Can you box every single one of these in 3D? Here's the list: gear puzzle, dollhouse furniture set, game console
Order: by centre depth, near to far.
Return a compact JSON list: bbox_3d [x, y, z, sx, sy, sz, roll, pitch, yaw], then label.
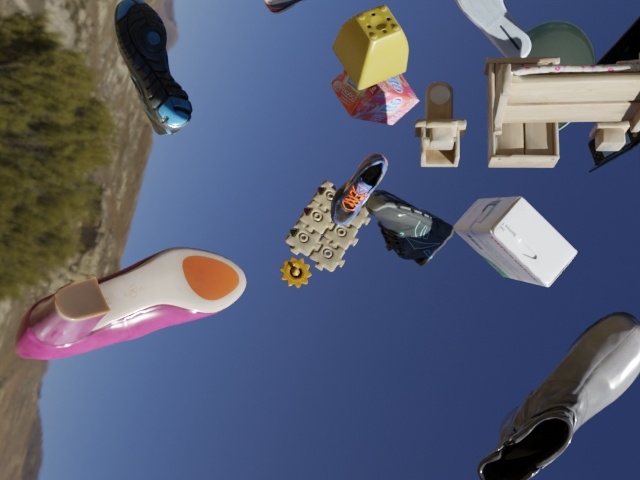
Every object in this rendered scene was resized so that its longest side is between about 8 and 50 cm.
[{"bbox_3d":[0.283,-0.239,0.948,0.355,0.303,0.174,60,31,-74],"label":"dollhouse furniture set"},{"bbox_3d":[0.671,-0.221,1.589,0.122,0.071,0.107,-34,-125,41],"label":"game console"},{"bbox_3d":[0.000,0.000,1.909,0.339,0.175,0.044,-58,-179,-28],"label":"gear puzzle"}]

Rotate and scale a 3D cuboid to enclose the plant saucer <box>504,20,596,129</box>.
[{"bbox_3d":[0.616,-0.435,1.883,0.317,0.044,0.317,-10,-103,53],"label":"plant saucer"}]

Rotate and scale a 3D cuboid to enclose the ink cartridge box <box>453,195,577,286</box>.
[{"bbox_3d":[0.478,-0.002,1.726,0.117,0.201,0.278,-48,-173,-3],"label":"ink cartridge box"}]

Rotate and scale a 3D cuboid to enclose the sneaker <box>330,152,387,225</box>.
[{"bbox_3d":[0.097,-0.135,1.793,0.221,0.083,0.087,-57,-175,2],"label":"sneaker"}]

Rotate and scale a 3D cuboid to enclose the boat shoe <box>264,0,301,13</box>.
[{"bbox_3d":[-0.041,-0.462,1.252,0.137,0.043,0.049,-29,-109,6],"label":"boat shoe"}]

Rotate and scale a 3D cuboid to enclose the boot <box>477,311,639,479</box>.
[{"bbox_3d":[0.405,0.269,1.116,0.338,0.118,0.223,-55,162,15],"label":"boot"}]

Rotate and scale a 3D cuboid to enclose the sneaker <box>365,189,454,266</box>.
[{"bbox_3d":[0.165,-0.016,1.308,0.101,0.267,0.106,37,-80,39],"label":"sneaker"}]

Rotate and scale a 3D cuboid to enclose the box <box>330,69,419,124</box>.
[{"bbox_3d":[0.162,-0.430,2.004,0.122,0.257,0.128,-38,-107,29],"label":"box"}]

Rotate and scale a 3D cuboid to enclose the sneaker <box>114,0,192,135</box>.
[{"bbox_3d":[-0.429,-0.419,1.692,0.139,0.125,0.341,-19,-91,62],"label":"sneaker"}]

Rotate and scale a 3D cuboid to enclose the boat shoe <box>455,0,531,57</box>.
[{"bbox_3d":[0.422,-0.582,1.761,0.109,0.302,0.094,-36,-169,6],"label":"boat shoe"}]

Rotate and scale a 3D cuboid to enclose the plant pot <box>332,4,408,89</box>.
[{"bbox_3d":[0.073,-0.273,0.947,0.081,0.081,0.083,61,-14,15],"label":"plant pot"}]

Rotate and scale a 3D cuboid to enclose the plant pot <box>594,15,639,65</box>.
[{"bbox_3d":[0.785,-0.386,1.633,0.187,0.167,0.188,-49,-122,12],"label":"plant pot"}]

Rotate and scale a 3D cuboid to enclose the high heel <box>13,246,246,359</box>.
[{"bbox_3d":[-0.301,0.104,1.128,0.181,0.377,0.127,-35,-111,38],"label":"high heel"}]
